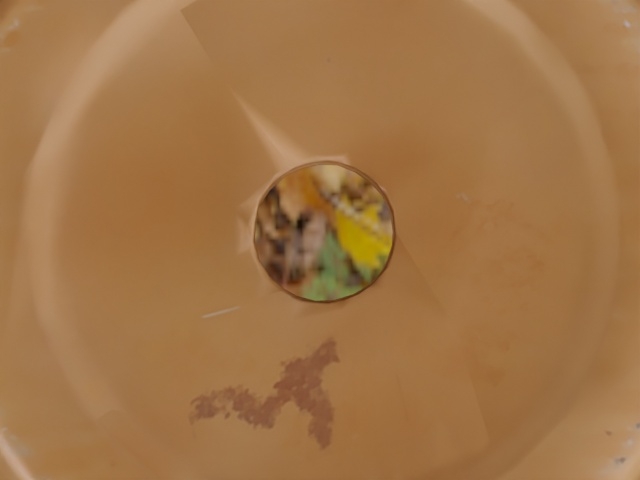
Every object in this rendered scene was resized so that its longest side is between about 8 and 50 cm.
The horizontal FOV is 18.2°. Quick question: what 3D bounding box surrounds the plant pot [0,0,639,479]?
[{"bbox_3d":[0.000,0.000,0.590,0.290,0.203,0.291,0,88,-2],"label":"plant pot"}]
